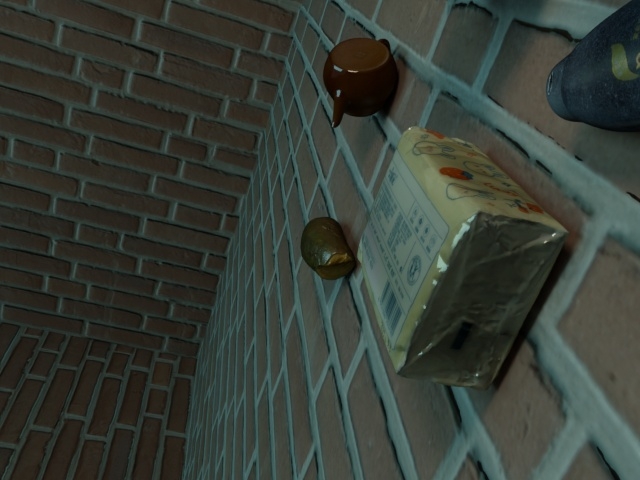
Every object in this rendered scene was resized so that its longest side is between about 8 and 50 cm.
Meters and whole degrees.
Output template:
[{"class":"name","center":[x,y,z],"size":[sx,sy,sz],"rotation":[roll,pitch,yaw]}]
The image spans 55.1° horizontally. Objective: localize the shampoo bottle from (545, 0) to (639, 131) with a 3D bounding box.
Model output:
[{"class":"shampoo bottle","center":[0.200,-0.104,0.308],"size":[0.234,0.049,0.086],"rotation":[179,106,-76]}]

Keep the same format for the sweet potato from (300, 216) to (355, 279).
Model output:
[{"class":"sweet potato","center":[0.000,0.000,0.976],"size":[0.243,0.077,0.077],"rotation":[-120,46,-70]}]

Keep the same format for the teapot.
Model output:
[{"class":"teapot","center":[0.063,-0.238,0.924],"size":[0.173,0.116,0.116],"rotation":[-53,0,-31]}]

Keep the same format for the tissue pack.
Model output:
[{"class":"tissue pack","center":[0.102,0.005,0.512],"size":[0.196,0.092,0.148],"rotation":[-105,31,-61]}]
